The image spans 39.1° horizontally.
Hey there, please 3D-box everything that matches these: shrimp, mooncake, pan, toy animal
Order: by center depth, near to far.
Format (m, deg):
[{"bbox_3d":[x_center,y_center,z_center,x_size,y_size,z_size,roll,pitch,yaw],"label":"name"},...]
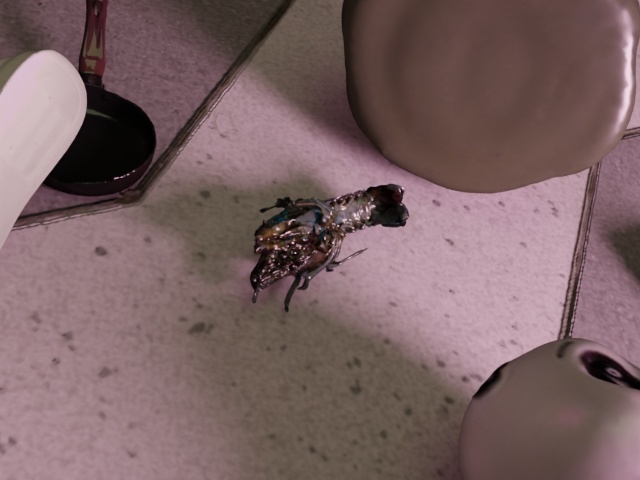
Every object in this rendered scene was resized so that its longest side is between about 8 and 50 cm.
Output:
[{"bbox_3d":[0.190,0.173,0.574,0.187,0.165,0.235,37,25,-53],"label":"toy animal"},{"bbox_3d":[-0.002,0.000,0.736,0.174,0.076,0.082,-23,103,-42],"label":"shrimp"},{"bbox_3d":[-0.197,-0.123,0.758,0.114,0.040,0.212,6,55,-18],"label":"pan"},{"bbox_3d":[0.152,-0.175,0.814,0.274,0.275,0.135,26,29,0],"label":"mooncake"}]

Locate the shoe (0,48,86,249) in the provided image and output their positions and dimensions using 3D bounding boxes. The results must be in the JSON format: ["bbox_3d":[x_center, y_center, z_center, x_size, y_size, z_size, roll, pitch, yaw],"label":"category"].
[{"bbox_3d":[-0.272,-0.030,0.622,0.110,0.095,0.265,9,52,35],"label":"shoe"}]
